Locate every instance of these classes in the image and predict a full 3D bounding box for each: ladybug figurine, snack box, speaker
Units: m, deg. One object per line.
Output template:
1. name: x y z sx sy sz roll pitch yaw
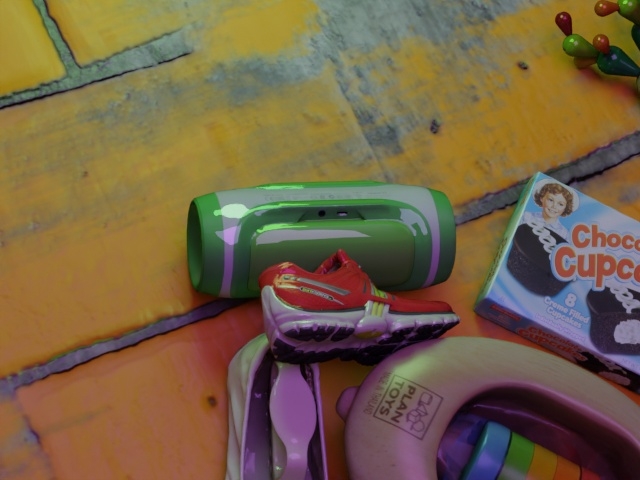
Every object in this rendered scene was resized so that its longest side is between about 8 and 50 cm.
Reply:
1. ladybug figurine: 0.216 0.280 1.842 0.449 0.162 0.305 31 67 -1
2. snack box: 0.366 0.071 2.012 0.322 0.060 0.187 26 66 -3
3. speaker: 0.000 0.000 1.916 0.297 0.131 0.131 -2 70 -14

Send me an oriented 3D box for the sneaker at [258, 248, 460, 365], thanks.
1. sneaker: 0.046 0.066 1.833 0.279 0.107 0.118 7 57 -45

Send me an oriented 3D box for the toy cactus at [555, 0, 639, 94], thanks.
1. toy cactus: 0.415 -0.242 2.134 0.219 0.112 0.180 -14 93 -20

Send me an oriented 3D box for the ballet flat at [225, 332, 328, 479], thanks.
1. ballet flat: -0.041 0.283 1.798 0.139 0.139 0.400 1 70 -13
